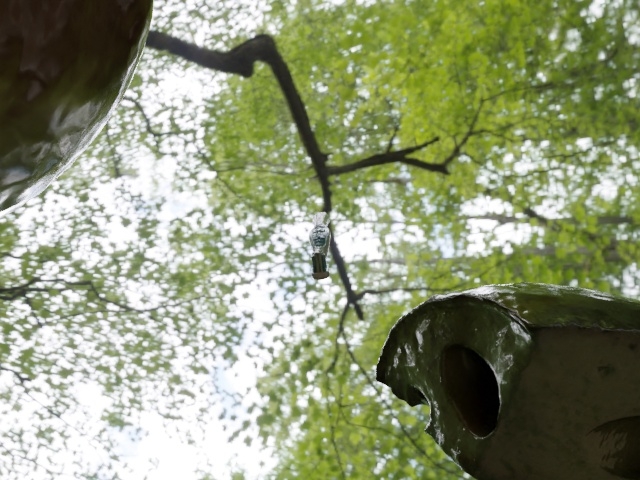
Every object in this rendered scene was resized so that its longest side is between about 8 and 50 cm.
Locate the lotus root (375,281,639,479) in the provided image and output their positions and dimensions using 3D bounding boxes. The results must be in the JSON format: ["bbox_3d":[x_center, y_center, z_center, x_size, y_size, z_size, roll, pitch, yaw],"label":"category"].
[{"bbox_3d":[0.214,0.105,0.465,0.313,0.210,0.142,14,-75,-19],"label":"lotus root"}]

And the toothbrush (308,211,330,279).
[{"bbox_3d":[0.000,0.000,0.396,0.162,0.014,0.017,-88,-9,-80],"label":"toothbrush"}]

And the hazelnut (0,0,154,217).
[{"bbox_3d":[-0.291,-0.157,0.382,0.372,0.372,0.316,28,-96,-39],"label":"hazelnut"}]
